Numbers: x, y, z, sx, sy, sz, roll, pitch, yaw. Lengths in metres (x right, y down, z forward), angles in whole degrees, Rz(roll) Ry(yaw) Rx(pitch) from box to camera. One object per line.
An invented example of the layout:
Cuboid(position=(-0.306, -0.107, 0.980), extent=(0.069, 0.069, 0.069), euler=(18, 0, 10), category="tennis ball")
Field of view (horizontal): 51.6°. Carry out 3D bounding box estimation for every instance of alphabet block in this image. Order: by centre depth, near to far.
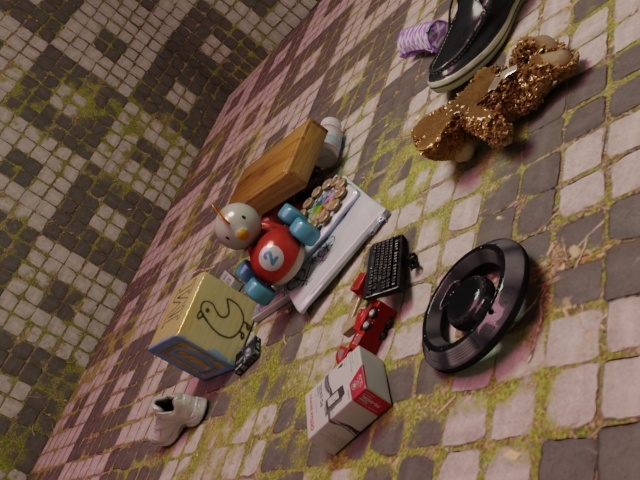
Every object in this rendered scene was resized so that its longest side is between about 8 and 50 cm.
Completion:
Cuboid(position=(-0.309, 0.231, 1.756), extent=(0.193, 0.192, 0.197), euler=(-27, 36, 47), category="alphabet block")

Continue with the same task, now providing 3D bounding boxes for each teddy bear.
Cuboid(position=(0.336, -0.256, 1.256), extent=(0.338, 0.113, 0.245), euler=(-45, 30, 5), category="teddy bear")

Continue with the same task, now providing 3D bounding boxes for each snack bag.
Cuboid(position=(0.000, 0.000, 1.607), extent=(0.323, 0.037, 0.342), euler=(-49, 25, 5), category="snack bag")

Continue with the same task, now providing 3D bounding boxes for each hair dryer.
Cuboid(position=(-0.095, -0.101, 1.935), extent=(0.293, 0.080, 0.224), euler=(-49, 23, 15), category="hair dryer")

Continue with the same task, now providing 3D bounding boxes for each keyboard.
Cuboid(position=(0.136, 0.045, 1.259), extent=(0.108, 0.023, 0.180), euler=(-15, 30, 18), category="keyboard")

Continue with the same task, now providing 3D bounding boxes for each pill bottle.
Cuboid(position=(0.020, -0.294, 1.960), extent=(0.087, 0.087, 0.160), euler=(-38, 27, 37), category="pill bottle")

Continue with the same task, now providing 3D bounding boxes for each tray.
Cuboid(position=(-0.145, -0.187, 1.944), extent=(0.411, 0.076, 0.203), euler=(-28, 36, 54), category="tray")

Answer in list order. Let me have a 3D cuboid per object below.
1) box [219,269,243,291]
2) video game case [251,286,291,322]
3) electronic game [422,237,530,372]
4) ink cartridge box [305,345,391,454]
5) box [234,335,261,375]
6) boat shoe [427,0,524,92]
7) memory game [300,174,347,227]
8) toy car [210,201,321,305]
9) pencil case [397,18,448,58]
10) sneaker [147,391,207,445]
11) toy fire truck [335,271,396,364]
Cuboid(position=(-0.316, 0.189, 2.033), extent=(0.186, 0.038, 0.145), euler=(-56, 21, -5), category="box")
Cuboid(position=(-0.096, 0.101, 1.721), extent=(0.201, 0.023, 0.184), euler=(-37, 28, 39), category="video game case")
Cuboid(position=(0.232, 0.097, 1.008), extent=(0.229, 0.048, 0.229), euler=(-52, 15, 20), category="electronic game")
Cuboid(position=(0.043, 0.272, 1.127), extent=(0.150, 0.063, 0.109), euler=(-47, 23, 21), category="ink cartridge box")
Cuboid(position=(-0.180, 0.285, 1.635), extent=(0.083, 0.018, 0.067), euler=(-45, 23, 23), category="box")
Cuboid(position=(0.376, -0.565, 1.522), extent=(0.500, 0.156, 0.187), euler=(-58, 23, -2), category="boat shoe")
Cuboid(position=(-0.001, -0.092, 1.678), extent=(0.186, 0.012, 0.186), euler=(-39, 26, 24), category="memory game")
Cuboid(position=(-0.167, -0.010, 1.564), extent=(0.219, 0.238, 0.210), euler=(-53, 27, 6), category="toy car")
Cuboid(position=(0.281, -0.541, 1.788), extent=(0.206, 0.086, 0.088), euler=(-146, 67, -70), category="pencil case")
Cuboid(position=(-0.395, 0.450, 1.714), extent=(0.232, 0.115, 0.090), euler=(-42, 25, 30), category="sneaker")
Cuboid(position=(0.077, 0.156, 1.248), extent=(0.192, 0.047, 0.135), euler=(-61, 22, -12), category="toy fire truck")
